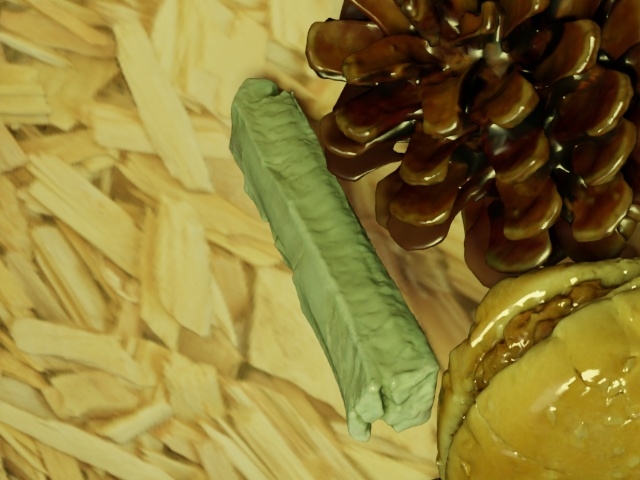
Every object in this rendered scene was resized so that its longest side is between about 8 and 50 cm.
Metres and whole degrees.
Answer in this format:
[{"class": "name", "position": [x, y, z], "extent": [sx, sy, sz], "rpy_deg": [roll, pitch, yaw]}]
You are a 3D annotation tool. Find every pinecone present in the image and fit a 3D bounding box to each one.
[{"class": "pinecone", "position": [0.108, -0.109, 0.926], "extent": [0.264, 0.264, 0.264], "rpy_deg": [12, 113, 31]}]

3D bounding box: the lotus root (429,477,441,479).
[{"class": "lotus root", "position": [0.135, 0.213, 1.115], "extent": [0.165, 0.088, 0.088], "rpy_deg": [11, 112, 39]}]

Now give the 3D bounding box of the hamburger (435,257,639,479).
[{"class": "hamburger", "position": [0.216, 0.123, 0.915], "extent": [0.283, 0.144, 0.259], "rpy_deg": [-8, 130, -6]}]

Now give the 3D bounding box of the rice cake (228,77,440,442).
[{"class": "rice cake", "position": [0.000, 0.000, 1.050], "extent": [0.336, 0.063, 0.066], "rpy_deg": [-115, 22, -46]}]
